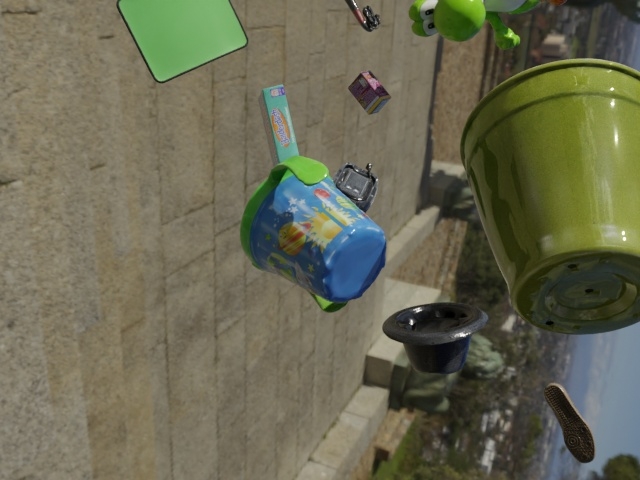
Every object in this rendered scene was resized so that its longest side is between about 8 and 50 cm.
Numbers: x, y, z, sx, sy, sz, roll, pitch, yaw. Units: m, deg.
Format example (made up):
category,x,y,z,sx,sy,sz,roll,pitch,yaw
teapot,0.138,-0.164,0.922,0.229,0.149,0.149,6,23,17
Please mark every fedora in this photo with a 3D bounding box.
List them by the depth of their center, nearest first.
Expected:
category,x,y,z,sx,sy,sz,roll,pitch,yaw
fedora,0.335,0.291,1.948,0.334,0.333,0.153,-25,111,-62

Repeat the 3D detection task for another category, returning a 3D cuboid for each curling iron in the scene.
category,x,y,z,sx,sy,sz,roll,pitch,yaw
curling iron,0.063,-0.639,1.710,0.035,0.274,0.068,-40,172,39

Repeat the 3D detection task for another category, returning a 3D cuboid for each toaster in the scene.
category,x,y,z,sx,sy,sz,roll,pitch,yaw
toaster,0.072,-0.111,1.865,0.146,0.129,0.227,-62,-178,41

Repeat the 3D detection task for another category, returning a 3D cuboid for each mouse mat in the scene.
category,x,y,z,sx,sy,sz,roll,pitch,yaw
mouse mat,-0.232,-0.372,1.153,0.189,0.007,0.153,-30,102,-22

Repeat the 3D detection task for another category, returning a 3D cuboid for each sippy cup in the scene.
category,x,y,z,sx,sy,sz,roll,pitch,yaw
sippy cup,0.000,0.000,1.298,0.305,0.224,0.240,31,92,-49

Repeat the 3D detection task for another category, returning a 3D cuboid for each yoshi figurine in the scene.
category,x,y,z,sx,sy,sz,roll,pitch,yaw
yoshi figurine,0.381,-0.530,1.483,0.203,0.362,0.204,93,-26,-85

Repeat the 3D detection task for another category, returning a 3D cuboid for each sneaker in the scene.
category,x,y,z,sx,sy,sz,roll,pitch,yaw
sneaker,0.584,0.417,1.561,0.071,0.066,0.189,10,55,-62

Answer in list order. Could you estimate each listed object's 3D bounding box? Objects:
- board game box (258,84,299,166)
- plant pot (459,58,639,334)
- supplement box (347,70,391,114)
category,x,y,z,sx,sy,sz,roll,pitch,yaw
board game box,-0.092,-0.240,1.448,0.210,0.047,0.160,-145,-138,-80
plant pot,0.426,-0.047,1.136,0.367,0.366,0.353,72,20,-49
supplement box,0.112,-0.338,1.540,0.043,0.083,0.055,-26,167,-47
